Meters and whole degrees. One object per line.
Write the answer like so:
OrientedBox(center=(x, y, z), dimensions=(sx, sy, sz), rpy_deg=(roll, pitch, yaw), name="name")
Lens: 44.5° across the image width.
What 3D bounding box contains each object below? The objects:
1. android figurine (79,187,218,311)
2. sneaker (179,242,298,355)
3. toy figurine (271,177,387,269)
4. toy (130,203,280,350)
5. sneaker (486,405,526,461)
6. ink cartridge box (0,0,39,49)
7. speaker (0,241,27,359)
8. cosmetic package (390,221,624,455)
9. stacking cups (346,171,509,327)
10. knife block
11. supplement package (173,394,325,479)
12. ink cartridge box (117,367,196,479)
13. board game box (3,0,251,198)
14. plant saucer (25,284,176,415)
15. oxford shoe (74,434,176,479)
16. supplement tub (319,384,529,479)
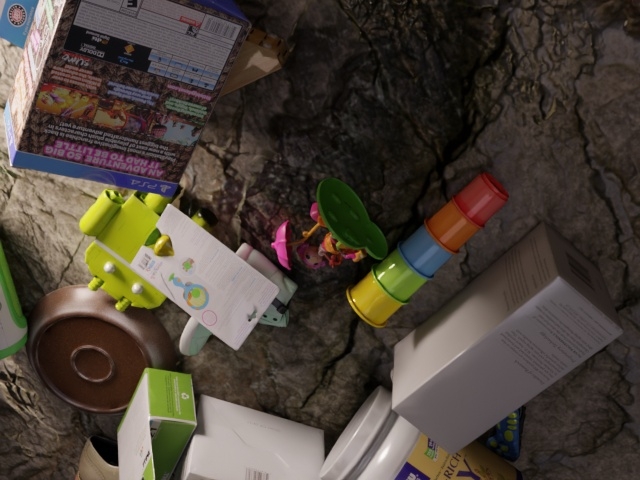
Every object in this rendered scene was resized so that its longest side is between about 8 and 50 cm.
OrientedBox(center=(-0.312, 0.019, 1.400), dimensions=(0.248, 0.056, 0.273), rpy_deg=(41, 113, -13), name="android figurine")
OrientedBox(center=(-0.145, 0.144, 1.412), dimensions=(0.151, 0.094, 0.256), rpy_deg=(35, 114, -2), name="sneaker")
OrientedBox(center=(0.000, 0.000, 1.326), dimensions=(0.159, 0.130, 0.173), rpy_deg=(-30, 122, 34), name="toy figurine")
OrientedBox(center=(-0.192, 0.058, 1.328), dimensions=(0.237, 0.056, 0.137), rpy_deg=(36, 106, 3), name="toy")
OrientedBox(center=(0.357, 0.347, 1.465), dimensions=(0.067, 0.078, 0.188), rpy_deg=(23, 137, 29), name="sneaker")
OrientedBox(center=(-0.458, -0.430, 1.105), dimensions=(0.270, 0.197, 0.198), rpy_deg=(26, 117, -6), name="ink cartridge box")
OrientedBox(center=(-0.629, 0.071, 1.429), dimensions=(0.131, 0.131, 0.296), rpy_deg=(-1, 117, 9), name="speaker")
OrientedBox(center=(0.295, 0.165, 1.311), dimensions=(0.155, 0.197, 0.365), rpy_deg=(38, 117, -13), name="cosmetic package")
OrientedBox(center=(0.185, 0.019, 1.311), dimensions=(0.096, 0.096, 0.316), rpy_deg=(42, 113, -14), name="stacking cups")
OrientedBox(center=(-0.213, -0.241, 1.232), dimensions=(0.276, 0.088, 0.242), rpy_deg=(20, 119, -3), name="knife block")
OrientedBox(center=(-0.137, 0.446, 1.490), dimensions=(0.262, 0.204, 0.145), rpy_deg=(19, 119, -12), name="supplement package")
OrientedBox(center=(-0.301, 0.395, 1.445), dimensions=(0.097, 0.255, 0.189), rpy_deg=(13, 123, -26), name="ink cartridge box")
OrientedBox(center=(-0.270, -0.230, 1.062), dimensions=(0.232, 0.141, 0.291), rpy_deg=(11, 123, -34), name="board game box")
OrientedBox(center=(-0.439, 0.231, 1.530), dimensions=(0.310, 0.050, 0.310), rpy_deg=(3, 117, 6), name="plant saucer")
OrientedBox(center=(-0.338, 0.498, 1.610), dimensions=(0.348, 0.123, 0.130), rpy_deg=(13, 109, 2), name="oxford shoe")
OrientedBox(center=(0.189, 0.442, 1.425), dimensions=(0.331, 0.241, 0.241), rpy_deg=(35, 117, 3), name="supplement tub")
